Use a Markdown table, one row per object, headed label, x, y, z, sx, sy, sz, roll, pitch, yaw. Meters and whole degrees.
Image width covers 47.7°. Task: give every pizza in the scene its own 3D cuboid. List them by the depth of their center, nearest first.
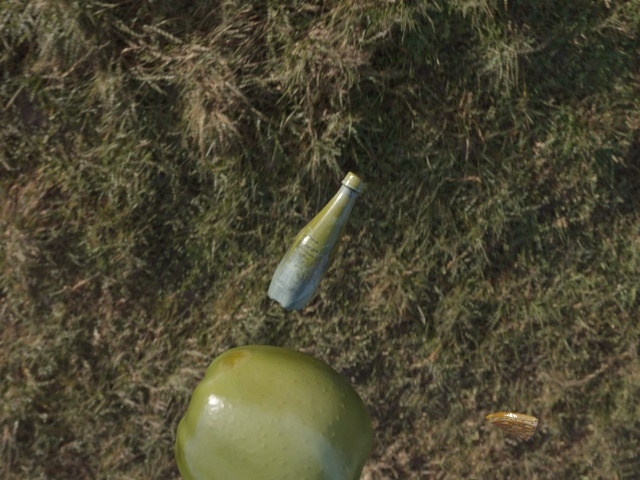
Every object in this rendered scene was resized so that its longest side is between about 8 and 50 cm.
| label | x | y | z | sx | sy | sz | roll | pitch | yaw |
| --- | --- | --- | --- | --- | --- | --- | --- | --- | --- |
| pizza | 0.376 | 0.354 | 1.421 | 0.099 | 0.029 | 0.100 | 14 | 146 | 17 |

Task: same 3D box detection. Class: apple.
| label | x | y | z | sx | sy | sz | roll | pitch | yaw |
| --- | --- | --- | --- | --- | --- | --- | --- | --- | --- |
| apple | -0.089 | 0.362 | 1.325 | 0.357 | 0.357 | 0.357 | 2 | 116 | 5 |

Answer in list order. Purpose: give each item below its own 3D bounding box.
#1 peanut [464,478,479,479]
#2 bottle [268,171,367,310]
| label | x | y | z | sx | sy | sz | roll | pitch | yaw |
| --- | --- | --- | --- | --- | --- | --- | --- | --- | --- |
| peanut | 0.327 | 0.628 | 1.414 | 0.152 | 0.152 | 0.313 | -12 | 80 | 12 |
| bottle | 0.000 | 0.000 | 1.296 | 0.083 | 0.083 | 0.270 | 31 | 100 | -9 |
